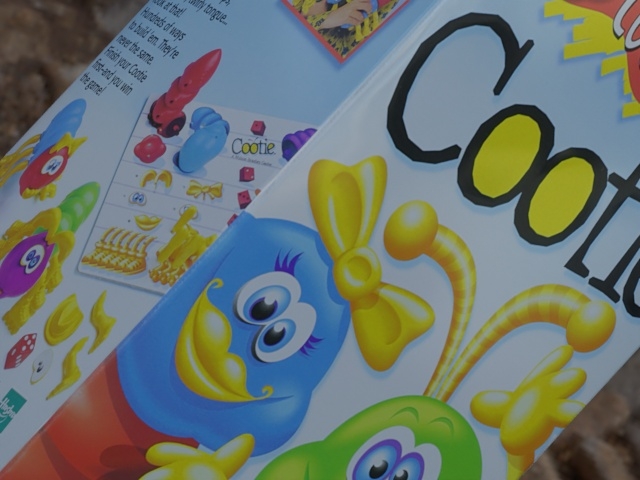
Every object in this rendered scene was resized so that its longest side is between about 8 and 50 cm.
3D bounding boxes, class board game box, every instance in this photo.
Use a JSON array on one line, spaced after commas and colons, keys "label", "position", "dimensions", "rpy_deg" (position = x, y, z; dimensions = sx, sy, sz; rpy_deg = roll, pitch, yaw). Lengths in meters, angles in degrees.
[{"label": "board game box", "position": [0.000, 0.000, 0.499], "dimensions": [0.142, 0.275, 0.144], "rpy_deg": [44, -3, -34]}]
